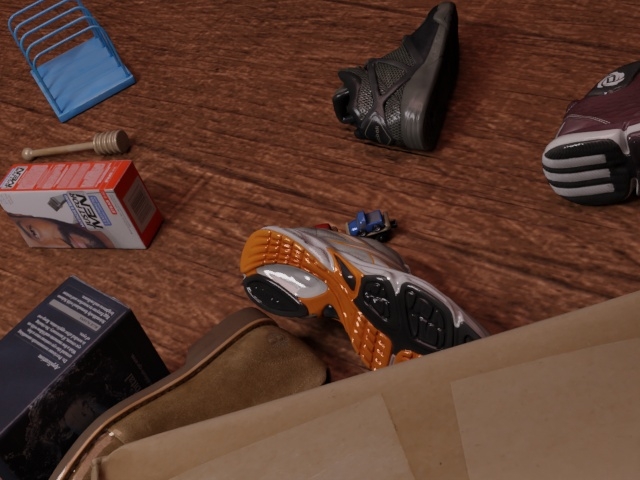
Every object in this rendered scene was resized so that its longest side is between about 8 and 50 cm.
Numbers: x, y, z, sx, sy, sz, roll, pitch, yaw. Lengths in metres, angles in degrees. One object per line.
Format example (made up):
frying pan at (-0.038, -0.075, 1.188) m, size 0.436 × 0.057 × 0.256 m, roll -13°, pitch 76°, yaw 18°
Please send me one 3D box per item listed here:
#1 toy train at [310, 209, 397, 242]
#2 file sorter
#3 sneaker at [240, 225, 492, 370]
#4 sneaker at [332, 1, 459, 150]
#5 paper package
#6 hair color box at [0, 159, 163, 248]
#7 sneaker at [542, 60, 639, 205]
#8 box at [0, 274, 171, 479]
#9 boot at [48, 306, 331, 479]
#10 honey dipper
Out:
toy train at (0.000, 0.000, 1.026) m, size 0.158 × 0.036 × 0.027 m, roll -17°, pitch 41°, yaw 7°
file sorter at (-0.358, -0.268, 1.432) m, size 0.118 × 0.104 × 0.170 m, roll -31°, pitch 41°, yaw -9°
sneaker at (0.061, 0.048, 0.906) m, size 0.262 × 0.099 × 0.121 m, roll 30°, pitch 28°, yaw 27°
sneaker at (0.088, -0.196, 1.162) m, size 0.130 × 0.087 × 0.227 m, roll 6°, pitch 53°, yaw 21°
paper package at (0.089, 0.213, 0.539) m, size 0.325 × 0.309 × 0.168 m, roll -18°, pitch 38°, yaw 6°
hair color box at (-0.275, -0.039, 1.153) m, size 0.167 × 0.093 × 0.053 m, roll 1°, pitch 45°, yaw 26°
sneaker at (0.355, -0.124, 0.951) m, size 0.281 × 0.106 × 0.162 m, roll -2°, pitch 41°, yaw 23°
box at (-0.213, 0.146, 0.873) m, size 0.093 × 0.156 × 0.158 m, roll 22°, pitch 57°, yaw 39°
boot at (-0.112, 0.183, 0.833) m, size 0.115 × 0.112 × 0.305 m, roll 30°, pitch 60°, yaw 31°
honey dipper at (-0.322, -0.121, 1.315) m, size 0.161 × 0.030 × 0.030 m, roll -3°, pitch 44°, yaw 25°
